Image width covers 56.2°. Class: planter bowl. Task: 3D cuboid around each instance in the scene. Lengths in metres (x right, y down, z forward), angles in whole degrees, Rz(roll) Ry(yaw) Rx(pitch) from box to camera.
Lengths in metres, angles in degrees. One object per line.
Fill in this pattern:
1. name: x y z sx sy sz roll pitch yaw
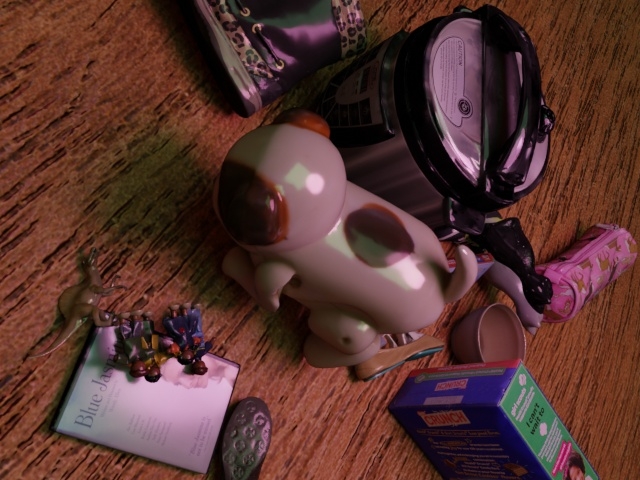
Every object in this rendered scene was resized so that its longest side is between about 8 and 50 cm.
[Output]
1. planter bowl: 0.360 0.224 1.329 0.162 0.109 0.162 9 75 -36

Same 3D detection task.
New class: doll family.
1. doll family: -0.227 0.158 0.899 0.193 0.076 0.111 -6 78 -41

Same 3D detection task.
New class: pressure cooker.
1. pressure cooker: 0.225 -0.216 1.130 0.375 0.420 0.370 -36 102 -36

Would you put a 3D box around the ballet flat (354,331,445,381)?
1. ballet flat: 0.160 0.215 1.204 0.232 0.080 0.073 -11 73 -39

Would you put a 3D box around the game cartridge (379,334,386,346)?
1. game cartridge: 0.080 0.183 1.156 0.056 0.083 0.017 -18 135 -40

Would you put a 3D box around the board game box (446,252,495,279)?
1. board game box: 0.228 0.089 1.243 0.281 0.145 0.027 -4 51 -38

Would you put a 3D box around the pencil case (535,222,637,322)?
1. pencil case: 0.680 0.079 1.572 0.386 0.160 0.167 -25 96 -37

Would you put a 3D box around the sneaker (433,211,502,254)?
1. sneaker: 0.361 -0.009 1.398 0.234 0.084 0.097 -12 89 -38

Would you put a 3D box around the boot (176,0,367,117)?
1. boot: -0.099 -0.441 1.058 0.284 0.138 0.378 -27 101 -15

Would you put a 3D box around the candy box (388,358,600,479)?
1. candy box: 0.334 0.391 1.171 0.317 0.268 0.122 53 51 -16

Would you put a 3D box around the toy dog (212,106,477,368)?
1. toy dog: 0.000 0.000 0.944 0.408 0.395 0.285 44 66 -31

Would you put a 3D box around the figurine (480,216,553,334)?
1. figurine: 0.438 0.090 1.326 0.092 0.215 0.209 -22 58 -1

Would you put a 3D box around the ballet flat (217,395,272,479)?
1. ballet flat: -0.130 0.380 0.966 0.084 0.058 0.250 11 67 -14

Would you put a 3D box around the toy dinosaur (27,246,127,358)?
1. toy dinosaur: -0.336 0.101 0.863 0.092 0.053 0.183 13 59 3

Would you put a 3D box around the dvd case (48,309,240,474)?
1. dvd case: -0.254 0.235 0.919 0.253 0.022 0.180 29 64 -28
